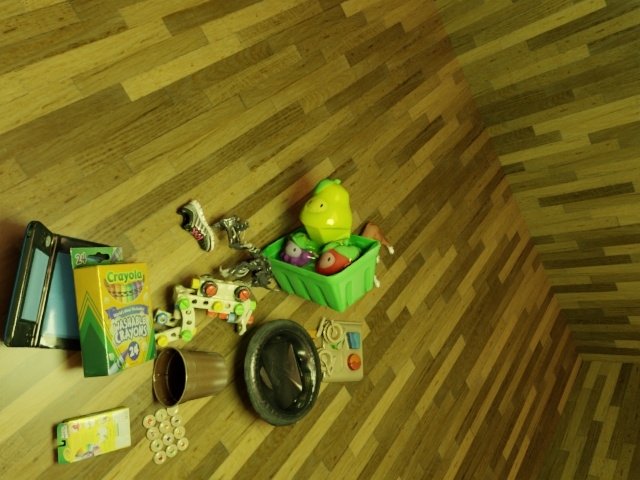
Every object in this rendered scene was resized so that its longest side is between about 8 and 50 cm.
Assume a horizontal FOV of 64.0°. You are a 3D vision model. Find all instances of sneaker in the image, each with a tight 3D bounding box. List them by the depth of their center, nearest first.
[{"bbox_3d":[-0.390,-0.037,1.590,0.074,0.063,0.171,-25,95,-42],"label":"sneaker"}]

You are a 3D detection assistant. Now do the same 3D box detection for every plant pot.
[{"bbox_3d":[-0.369,0.392,1.485,0.165,0.166,0.167,13,75,-48],"label":"plant pot"}]

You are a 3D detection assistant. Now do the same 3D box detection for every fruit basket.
[{"bbox_3d":[0.000,0.000,1.675,0.282,0.392,0.392,-33,105,-36],"label":"fruit basket"}]

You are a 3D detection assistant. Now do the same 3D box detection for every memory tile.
[{"bbox_3d":[-0.445,0.556,1.479,0.113,0.012,0.148,-19,96,-43],"label":"memory tile"}]

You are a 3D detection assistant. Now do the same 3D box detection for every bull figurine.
[{"bbox_3d":[0.184,0.076,2.071,0.188,0.101,0.311,49,57,-30],"label":"bull figurine"}]

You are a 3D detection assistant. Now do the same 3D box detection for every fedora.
[{"bbox_3d":[-0.151,0.427,1.672,0.333,0.152,0.335,11,73,-40],"label":"fedora"}]

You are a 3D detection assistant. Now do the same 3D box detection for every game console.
[{"bbox_3d":[-0.635,0.124,1.275,0.173,0.250,0.294,7,77,-14],"label":"game console"}]

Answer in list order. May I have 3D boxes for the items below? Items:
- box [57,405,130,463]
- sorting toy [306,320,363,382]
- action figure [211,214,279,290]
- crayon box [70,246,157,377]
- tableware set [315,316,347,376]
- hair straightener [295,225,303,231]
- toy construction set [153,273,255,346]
[{"bbox_3d":[-0.592,0.506,1.335,0.179,0.043,0.105,0,83,-45],"label":"box"},{"bbox_3d":[0.057,0.420,1.938,0.307,0.041,0.229,11,76,-41],"label":"sorting toy"},{"bbox_3d":[-0.242,0.064,1.638,0.276,0.140,0.164,61,11,12],"label":"action figure"},{"bbox_3d":[-0.537,0.173,1.346,0.203,0.083,0.323,-2,84,-74],"label":"crayon box"},{"bbox_3d":[0.034,0.389,1.881,0.128,0.039,0.194,34,65,-27],"label":"tableware set"},{"bbox_3d":[-0.109,0.048,1.852,0.089,0.047,0.231,34,66,-33],"label":"hair straightener"},{"bbox_3d":[-0.322,0.213,1.532,0.327,0.151,0.215,8,105,-42],"label":"toy construction set"}]
